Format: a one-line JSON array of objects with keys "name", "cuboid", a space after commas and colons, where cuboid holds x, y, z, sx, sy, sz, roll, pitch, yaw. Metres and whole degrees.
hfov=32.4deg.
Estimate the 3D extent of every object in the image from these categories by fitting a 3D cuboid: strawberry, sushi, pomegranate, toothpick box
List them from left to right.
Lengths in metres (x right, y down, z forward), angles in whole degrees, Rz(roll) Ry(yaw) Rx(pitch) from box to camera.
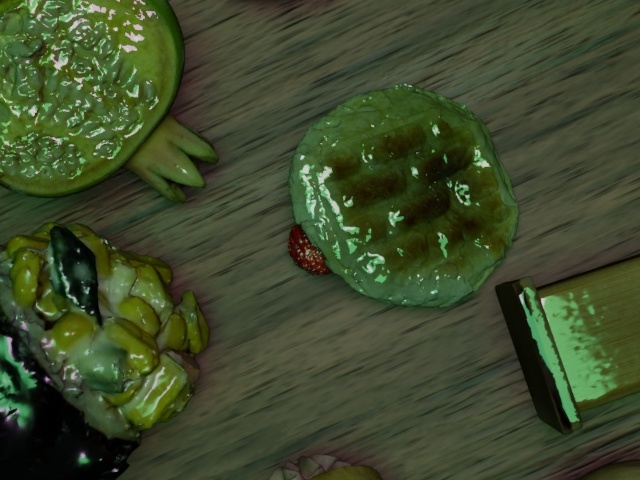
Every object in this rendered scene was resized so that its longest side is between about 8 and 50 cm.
[{"name": "sushi", "cuboid": [-0.310, 0.125, 1.315, 0.285, 0.328, 0.328, -37, 81, 7]}, {"name": "pomegranate", "cuboid": [-0.294, -0.189, 1.392, 0.358, 0.216, 0.310, 38, 90, -26]}, {"name": "strawberry", "cuboid": [0.000, 0.000, 1.419, 0.083, 0.083, 0.096, 18, 78, 4]}, {"name": "toothpick box", "cuboid": [0.394, 0.094, 1.342, 0.308, 0.190, 0.187, -18, 85, -1]}]

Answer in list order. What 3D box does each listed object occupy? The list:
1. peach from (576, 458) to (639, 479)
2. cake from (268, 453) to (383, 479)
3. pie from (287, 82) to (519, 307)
[{"name": "peach", "cuboid": [0.398, 0.400, 1.289, 0.292, 0.247, 0.292, -1, 86, 13]}, {"name": "cake", "cuboid": [-0.008, 0.354, 1.365, 0.178, 0.185, 0.208, 42, 118, 45]}, {"name": "pie", "cuboid": [0.113, -0.057, 1.382, 0.306, 0.071, 0.306, 2, 84, -17]}]
